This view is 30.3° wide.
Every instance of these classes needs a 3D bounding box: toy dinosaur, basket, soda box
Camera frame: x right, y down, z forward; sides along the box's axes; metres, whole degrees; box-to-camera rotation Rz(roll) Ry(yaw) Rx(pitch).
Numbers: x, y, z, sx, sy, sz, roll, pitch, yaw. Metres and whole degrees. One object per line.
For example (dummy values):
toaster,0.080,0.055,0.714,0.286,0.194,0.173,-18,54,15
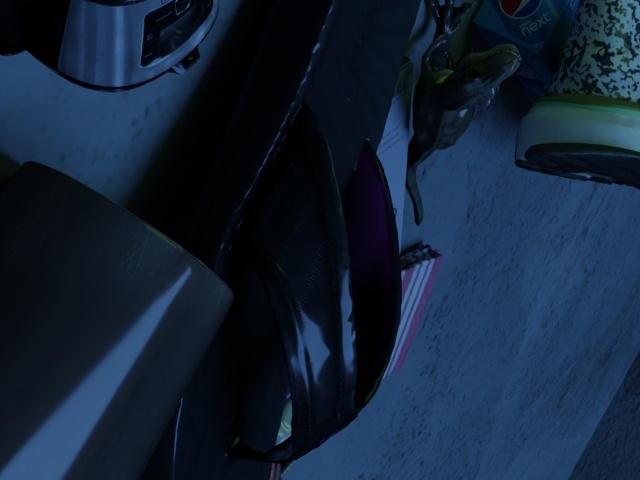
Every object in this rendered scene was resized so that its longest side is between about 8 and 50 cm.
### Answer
toy dinosaur,0.097,-0.111,0.913,0.268,0.064,0.118,106,-4,-71
basket,-0.156,0.088,0.582,0.227,0.154,0.204,-58,153,-11
soda box,0.204,-0.177,1.055,0.071,0.067,0.210,-60,156,2

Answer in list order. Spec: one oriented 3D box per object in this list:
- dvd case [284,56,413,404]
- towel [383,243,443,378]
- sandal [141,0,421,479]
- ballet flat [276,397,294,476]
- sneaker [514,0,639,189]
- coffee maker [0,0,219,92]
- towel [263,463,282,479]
dvd case,0.005,-0.002,0.893,0.179,0.029,0.239,-38,141,-39
towel,0.036,0.085,1.089,0.197,0.029,0.144,-20,134,-51
sandal,0.000,-0.002,0.717,0.167,0.107,0.446,11,97,-67
ballet flat,-0.055,0.169,0.930,0.221,0.077,0.079,-44,-179,-28
sneaker,0.294,-0.135,1.048,0.410,0.158,0.182,-3,104,-68
coffee maker,-0.096,-0.164,0.425,0.120,0.171,0.178,-21,162,-23
towel,-0.046,0.326,0.897,0.329,0.037,0.237,85,10,-57
